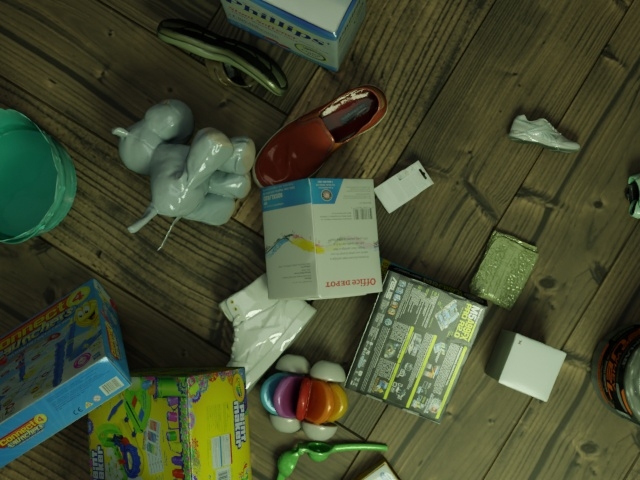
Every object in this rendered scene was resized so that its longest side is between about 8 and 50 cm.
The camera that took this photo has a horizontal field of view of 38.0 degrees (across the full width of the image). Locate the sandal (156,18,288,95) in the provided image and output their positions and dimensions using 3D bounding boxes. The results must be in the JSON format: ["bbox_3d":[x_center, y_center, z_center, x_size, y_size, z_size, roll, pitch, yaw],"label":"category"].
[{"bbox_3d":[-0.205,-0.375,1.954,0.302,0.120,0.086,25,116,4],"label":"sandal"}]

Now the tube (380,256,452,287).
[{"bbox_3d":[0.171,0.088,1.943,0.207,0.052,0.080,19,82,6],"label":"tube"}]

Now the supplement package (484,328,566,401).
[{"bbox_3d":[0.406,0.246,1.859,0.105,0.179,0.105,23,88,3],"label":"supplement package"}]

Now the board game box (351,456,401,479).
[{"bbox_3d":[0.073,0.637,1.908,0.316,0.064,0.242,-35,87,0],"label":"board game box"}]

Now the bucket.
[{"bbox_3d":[-0.644,-0.125,1.906,0.281,0.183,0.281,0,87,2],"label":"bucket"}]

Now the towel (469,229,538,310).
[{"bbox_3d":[0.384,0.063,1.945,0.110,0.027,0.148,24,87,2],"label":"towel"}]

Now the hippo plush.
[{"bbox_3d":[-0.297,-0.152,1.914,0.294,0.234,0.236,-46,62,-1],"label":"hippo plush"}]

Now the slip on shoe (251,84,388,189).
[{"bbox_3d":[-0.004,-0.218,1.934,0.331,0.101,0.123,-33,89,1],"label":"slip on shoe"}]

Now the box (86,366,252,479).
[{"bbox_3d":[-0.298,0.399,1.816,0.279,0.177,0.290,-5,87,34],"label":"box"}]

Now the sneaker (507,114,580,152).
[{"bbox_3d":[0.473,-0.223,1.944,0.152,0.054,0.061,17,85,3],"label":"sneaker"}]

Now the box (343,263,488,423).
[{"bbox_3d":[0.193,0.212,1.898,0.216,0.060,0.270,20,102,2],"label":"box"}]

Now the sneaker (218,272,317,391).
[{"bbox_3d":[-0.163,0.205,1.922,0.169,0.108,0.292,39,79,5],"label":"sneaker"}]

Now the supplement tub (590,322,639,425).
[{"bbox_3d":[0.656,0.265,1.773,0.207,0.338,0.207,0,87,1],"label":"supplement tub"}]

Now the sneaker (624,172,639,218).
[{"bbox_3d":[0.715,-0.031,1.905,0.151,0.094,0.256,-14,77,-5],"label":"sneaker"}]

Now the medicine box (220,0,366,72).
[{"bbox_3d":[-0.054,-0.483,1.852,0.263,0.289,0.149,25,88,3],"label":"medicine box"}]

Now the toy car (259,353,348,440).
[{"bbox_3d":[-0.042,0.317,1.877,0.182,0.136,0.159,8,88,27],"label":"toy car"}]

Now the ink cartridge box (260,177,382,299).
[{"bbox_3d":[0.000,0.000,1.859,0.171,0.168,0.233,-2,86,-40],"label":"ink cartridge box"}]

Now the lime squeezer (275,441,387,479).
[{"bbox_3d":[-0.017,0.467,1.924,0.310,0.059,0.110,-30,87,-1],"label":"lime squeezer"}]

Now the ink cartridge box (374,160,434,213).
[{"bbox_3d":[0.174,-0.112,1.959,0.115,0.029,0.063,-33,86,-1],"label":"ink cartridge box"}]

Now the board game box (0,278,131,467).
[{"bbox_3d":[-0.538,0.254,1.829,0.308,0.302,0.086,-33,122,-1],"label":"board game box"}]
